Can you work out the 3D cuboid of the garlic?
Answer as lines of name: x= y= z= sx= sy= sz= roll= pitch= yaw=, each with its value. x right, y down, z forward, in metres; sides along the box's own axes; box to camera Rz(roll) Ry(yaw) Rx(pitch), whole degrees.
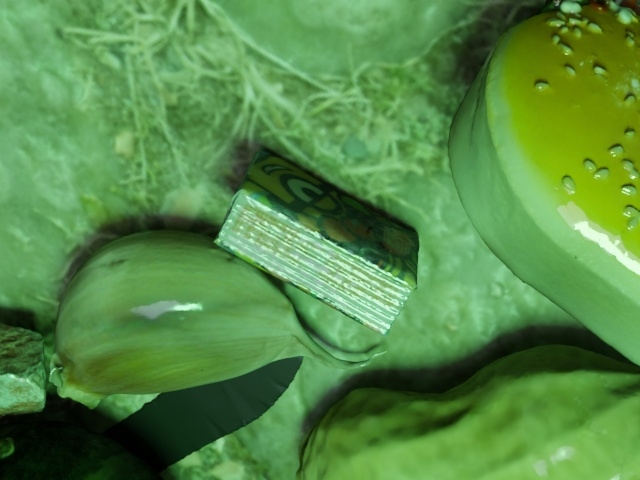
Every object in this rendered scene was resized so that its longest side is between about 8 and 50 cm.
garlic: x=-0.091 y=0.059 z=0.998 sx=0.266 sy=0.148 sz=0.129 roll=-1 pitch=74 yaw=15

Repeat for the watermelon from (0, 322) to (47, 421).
watermelon: x=-0.323 y=0.115 z=1.043 sx=0.241 sy=0.094 sz=0.154 roll=-3 pitch=120 yaw=17

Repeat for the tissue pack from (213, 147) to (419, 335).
tissue pack: x=0.000 y=0.000 z=0.950 sx=0.148 sy=0.108 sz=0.060 roll=29 pitch=111 yaw=-6

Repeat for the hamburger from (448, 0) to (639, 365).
hamburger: x=0.227 y=-0.036 z=0.845 sx=0.295 sy=0.227 sz=0.151 roll=37 pitch=136 yaw=-11

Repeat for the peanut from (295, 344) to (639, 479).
peanut: x=0.147 y=0.182 z=0.979 sx=0.340 sy=0.158 sz=0.174 roll=-20 pitch=109 yaw=14

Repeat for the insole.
insole: x=-0.103 y=0.141 z=1.080 sx=0.232 sy=0.003 sz=0.080 roll=-38 pitch=102 yaw=20

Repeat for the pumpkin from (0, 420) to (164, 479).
pumpkin: x=-0.227 y=0.293 z=1.056 sx=0.300 sy=0.207 sz=0.300 roll=5 pitch=106 yaw=18
